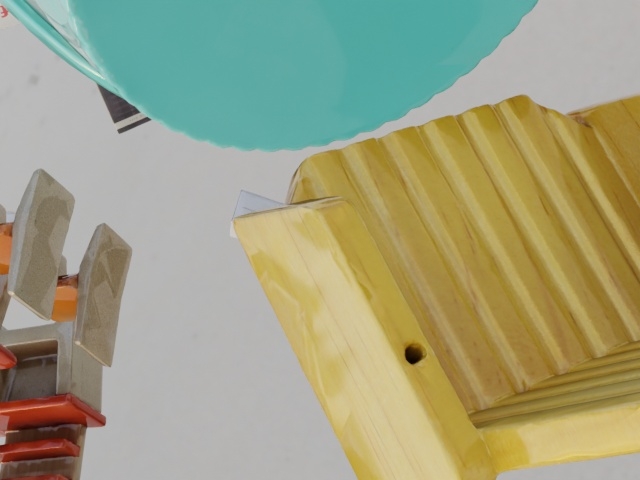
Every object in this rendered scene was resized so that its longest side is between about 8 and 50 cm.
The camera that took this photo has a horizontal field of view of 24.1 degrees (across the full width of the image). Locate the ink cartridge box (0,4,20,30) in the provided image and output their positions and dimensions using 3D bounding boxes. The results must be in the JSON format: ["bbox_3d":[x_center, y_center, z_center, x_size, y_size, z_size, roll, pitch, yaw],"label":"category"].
[{"bbox_3d":[-0.374,-0.315,1.382,0.233,0.171,0.168,78,172,-47],"label":"ink cartridge box"}]

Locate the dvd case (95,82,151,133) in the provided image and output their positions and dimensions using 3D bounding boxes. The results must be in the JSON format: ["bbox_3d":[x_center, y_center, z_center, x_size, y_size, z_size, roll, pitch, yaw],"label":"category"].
[{"bbox_3d":[-0.192,-0.227,1.746,0.221,0.164,0.018,74,170,-56],"label":"dvd case"}]

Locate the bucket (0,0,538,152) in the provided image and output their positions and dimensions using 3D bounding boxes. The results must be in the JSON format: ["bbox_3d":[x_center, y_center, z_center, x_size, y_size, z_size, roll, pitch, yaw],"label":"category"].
[{"bbox_3d":[-0.027,-0.181,0.595,0.281,0.281,0.183,-58,46,20],"label":"bucket"}]

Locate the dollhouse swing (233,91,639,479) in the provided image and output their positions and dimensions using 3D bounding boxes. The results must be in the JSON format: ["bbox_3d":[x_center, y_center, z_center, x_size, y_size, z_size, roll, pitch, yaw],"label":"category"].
[{"bbox_3d":[0.189,-0.009,0.968,0.315,0.346,0.305,63,149,16],"label":"dollhouse swing"}]

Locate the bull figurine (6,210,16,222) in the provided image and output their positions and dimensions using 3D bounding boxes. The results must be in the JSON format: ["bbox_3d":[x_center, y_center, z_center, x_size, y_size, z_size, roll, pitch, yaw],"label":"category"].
[{"bbox_3d":[-0.396,-0.024,1.442,0.310,0.101,0.188,-14,38,31],"label":"bull figurine"}]

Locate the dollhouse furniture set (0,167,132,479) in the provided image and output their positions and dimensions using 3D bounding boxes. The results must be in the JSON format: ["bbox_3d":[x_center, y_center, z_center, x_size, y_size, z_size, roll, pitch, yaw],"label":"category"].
[{"bbox_3d":[-0.255,0.081,1.049,0.262,0.259,0.135,-9,58,23],"label":"dollhouse furniture set"}]

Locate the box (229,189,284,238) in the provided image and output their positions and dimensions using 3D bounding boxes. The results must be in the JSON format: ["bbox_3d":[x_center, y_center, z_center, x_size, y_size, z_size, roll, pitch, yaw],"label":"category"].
[{"bbox_3d":[0.000,0.000,1.541,0.145,0.186,0.038,128,160,-83],"label":"box"}]
